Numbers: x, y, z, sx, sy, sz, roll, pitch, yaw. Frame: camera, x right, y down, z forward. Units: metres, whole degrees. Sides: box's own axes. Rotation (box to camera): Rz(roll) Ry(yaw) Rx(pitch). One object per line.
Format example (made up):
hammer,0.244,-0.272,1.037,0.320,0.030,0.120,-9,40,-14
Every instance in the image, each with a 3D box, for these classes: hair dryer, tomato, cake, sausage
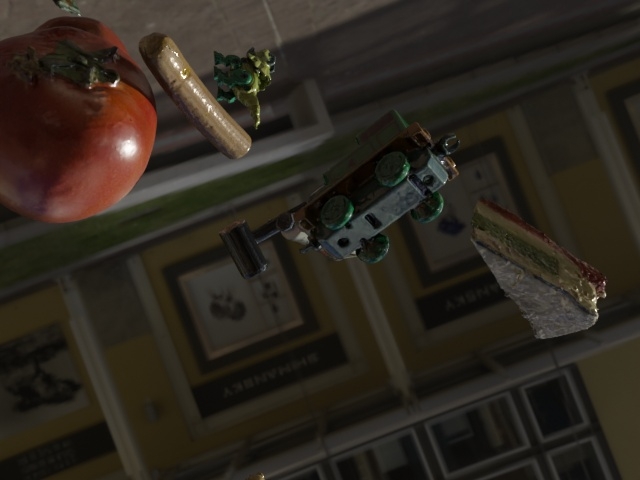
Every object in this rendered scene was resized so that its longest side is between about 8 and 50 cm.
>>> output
hair dryer,-0.097,-0.020,2.116,0.255,0.128,0.070,-28,-169,-17
tomato,-0.430,-0.178,1.495,0.322,0.321,0.321,-21,178,-1
cake,0.294,0.036,1.199,0.117,0.220,0.086,-13,-144,32
sausage,-0.207,-0.234,1.519,0.066,0.065,0.301,-22,142,13

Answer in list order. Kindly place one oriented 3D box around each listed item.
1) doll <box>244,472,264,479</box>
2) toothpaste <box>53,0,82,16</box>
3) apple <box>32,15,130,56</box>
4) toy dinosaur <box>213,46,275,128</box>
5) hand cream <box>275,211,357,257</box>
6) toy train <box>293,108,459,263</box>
doll,-0.117,0.531,1.945,0.093,0.051,0.061,10,-165,29
toothpaste,-0.452,-0.436,1.517,0.031,0.204,0.049,-47,150,19
apple,-0.469,-0.317,1.772,0.218,0.218,0.201,-21,139,-20
toy dinosaur,-0.188,-0.372,2.218,0.153,0.259,0.094,3,147,-4
hand cream,0.000,0.000,1.706,0.080,0.050,0.234,-8,158,34
toy train,0.062,-0.065,1.083,0.228,0.091,0.136,-36,-142,16
